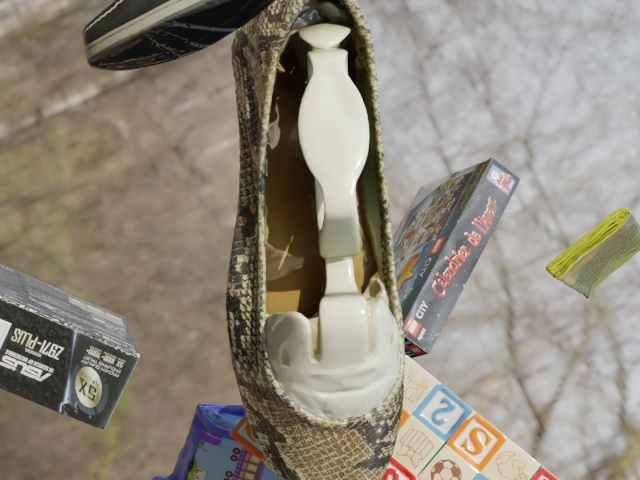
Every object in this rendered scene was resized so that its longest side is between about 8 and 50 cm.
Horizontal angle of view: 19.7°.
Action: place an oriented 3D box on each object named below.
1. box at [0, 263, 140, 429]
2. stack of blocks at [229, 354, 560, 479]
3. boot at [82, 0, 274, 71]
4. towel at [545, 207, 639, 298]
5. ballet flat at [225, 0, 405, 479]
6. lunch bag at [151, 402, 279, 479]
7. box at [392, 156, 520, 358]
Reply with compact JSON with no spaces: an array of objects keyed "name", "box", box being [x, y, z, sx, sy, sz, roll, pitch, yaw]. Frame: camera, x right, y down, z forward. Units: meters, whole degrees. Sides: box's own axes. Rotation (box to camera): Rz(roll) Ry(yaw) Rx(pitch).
[{"name":"box","box":[-0.265,0.084,1.662,0.180,0.077,0.147,24,6,-16]},{"name":"stack of blocks","box":[0.081,0.218,1.803,0.297,0.171,0.087,39,-2,8]},{"name":"boot","box":[-0.094,-0.243,1.322,0.178,0.236,0.085,65,20,13]},{"name":"towel","box":[0.297,0.016,1.936,0.021,0.102,0.237,54,8,15]},{"name":"ballet flat","box":[0.000,0.000,1.638,0.182,0.164,0.483,162,-75,-75]},{"name":"lunch bag","box":[-0.045,0.300,2.036,0.138,0.293,0.221,-110,-145,-57]},{"name":"box","box":[0.114,0.028,2.012,0.044,0.233,0.159,37,-24,-17]}]
